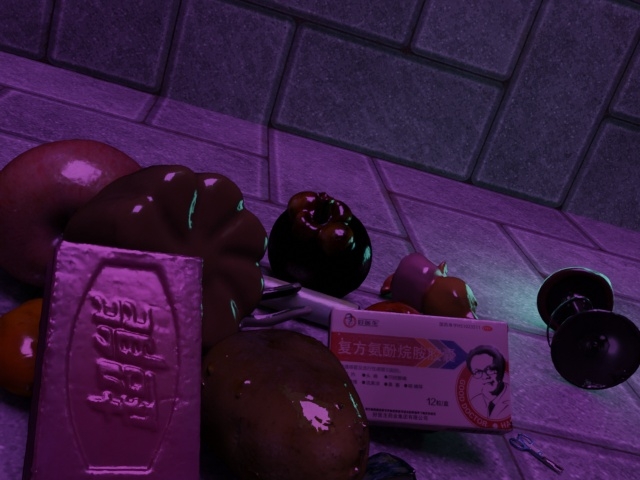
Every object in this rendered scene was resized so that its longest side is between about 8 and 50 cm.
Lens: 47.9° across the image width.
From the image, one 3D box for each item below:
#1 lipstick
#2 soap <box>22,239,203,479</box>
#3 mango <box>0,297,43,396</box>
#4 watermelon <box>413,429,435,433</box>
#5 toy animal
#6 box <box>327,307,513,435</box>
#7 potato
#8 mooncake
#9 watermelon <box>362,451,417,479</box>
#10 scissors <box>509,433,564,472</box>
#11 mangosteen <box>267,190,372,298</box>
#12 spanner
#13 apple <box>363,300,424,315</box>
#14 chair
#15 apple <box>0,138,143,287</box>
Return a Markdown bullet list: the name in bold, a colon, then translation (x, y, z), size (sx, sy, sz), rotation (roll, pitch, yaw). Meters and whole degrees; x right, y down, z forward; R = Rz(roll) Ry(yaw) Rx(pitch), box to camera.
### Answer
- **lipstick**: translation (-0.056, 0.144, 1.709), size (0.304, 0.076, 0.076), rotation (17, 21, -2)
- **soap**: translation (-0.296, 0.192, 1.060), size (0.233, 0.128, 0.359), rotation (8, 63, -24)
- **mango**: translation (-0.493, 0.170, 1.226), size (0.138, 0.113, 0.253), rotation (13, 20, -20)
- **watermelon**: translation (0.199, 0.341, 1.432), size (0.111, 0.078, 0.078), rotation (15, 21, 4)
- **toy animal**: translation (0.301, 0.141, 1.892), size (0.195, 0.169, 0.281), rotation (-41, 57, -16)
- **box**: translation (0.187, 0.253, 1.393), size (0.353, 0.069, 0.214), rotation (5, 67, -5)
- **potato**: translation (-0.068, 0.268, 1.134), size (0.270, 0.219, 0.359), rotation (1, 13, -19)
- **mooncake**: translation (-0.272, 0.041, 1.354), size (0.378, 0.378, 0.201), rotation (-3, -3, -44)
- **watermelon**: translation (0.115, 0.396, 1.131), size (0.202, 0.207, 0.136), rotation (29, 45, -17)
- **scissors**: translation (0.447, 0.438, 1.482), size (0.058, 0.014, 0.119), rotation (-8, 30, -41)
- **mangosteen**: translation (0.000, 0.000, 1.796), size (0.275, 0.302, 0.275), rotation (2, 45, -2)
- **spanner**: translation (-0.167, 0.156, 1.573), size (0.325, 0.040, 0.095), rotation (-11, 61, -34)
- **apple**: translation (0.160, 0.223, 1.554), size (0.210, 0.173, 0.235), rotation (10, 21, -21)
- **chair**: translation (0.721, 0.217, 1.979), size (0.226, 0.226, 0.401), rotation (20, 20, 4)
- **apple**: translation (-0.504, -0.043, 1.473), size (0.345, 0.344, 0.269), rotation (10, 30, -22)
